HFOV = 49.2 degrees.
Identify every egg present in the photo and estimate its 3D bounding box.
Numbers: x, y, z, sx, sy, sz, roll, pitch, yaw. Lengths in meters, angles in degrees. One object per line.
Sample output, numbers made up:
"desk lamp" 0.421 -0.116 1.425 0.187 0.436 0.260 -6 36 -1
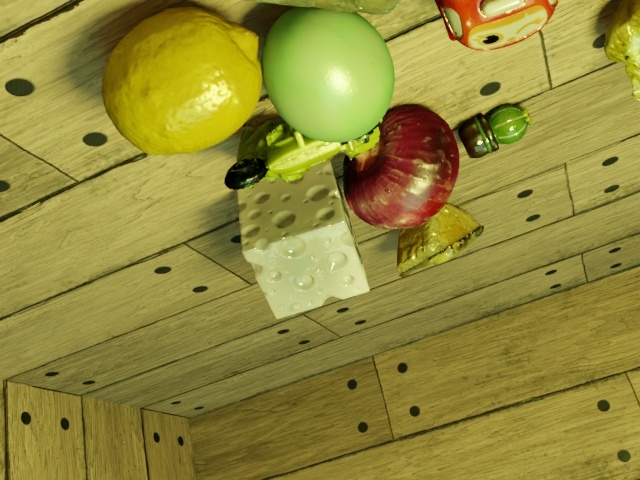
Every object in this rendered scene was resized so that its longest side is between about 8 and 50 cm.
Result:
"egg" 0.014 -0.288 1.205 0.221 0.220 0.269 -20 150 11

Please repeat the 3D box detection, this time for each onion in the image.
"onion" 0.191 -0.159 1.542 0.273 0.256 0.230 -14 173 -38

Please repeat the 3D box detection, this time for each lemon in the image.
"lemon" -0.223 -0.257 1.145 0.288 0.233 0.233 -29 152 11

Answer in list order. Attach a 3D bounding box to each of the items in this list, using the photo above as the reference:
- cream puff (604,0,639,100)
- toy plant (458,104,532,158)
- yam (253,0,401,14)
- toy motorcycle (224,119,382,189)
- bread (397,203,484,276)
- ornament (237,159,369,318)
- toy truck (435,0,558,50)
"cream puff" 0.720 -0.403 1.288 0.274 0.269 0.323 -29 -157 -17
"toy plant" 0.406 -0.256 1.617 0.162 0.092 0.093 -23 153 17
"yam" -0.009 -0.410 1.052 0.331 0.133 0.133 -3 152 -16
"toy motorcycle" -0.041 -0.197 1.429 0.342 0.206 0.142 -24 123 -2
"bread" 0.315 -0.005 2.012 0.262 0.162 0.204 -21 164 -45
"ornament" -0.042 -0.003 1.656 0.239 0.239 0.239 -18 131 4
"toy truck" 0.257 -0.398 1.042 0.189 0.239 0.264 -16 121 17
